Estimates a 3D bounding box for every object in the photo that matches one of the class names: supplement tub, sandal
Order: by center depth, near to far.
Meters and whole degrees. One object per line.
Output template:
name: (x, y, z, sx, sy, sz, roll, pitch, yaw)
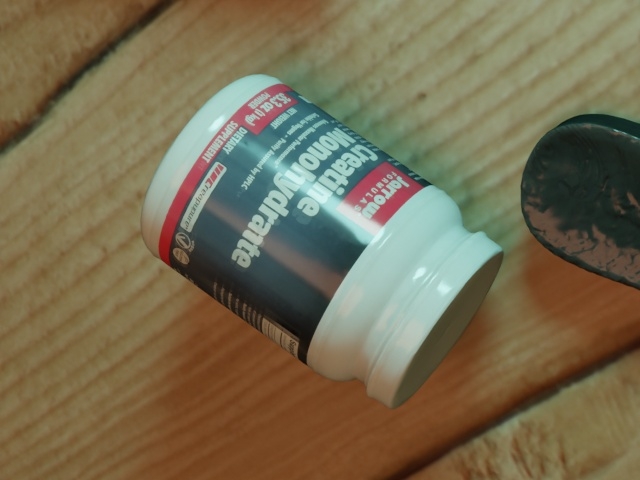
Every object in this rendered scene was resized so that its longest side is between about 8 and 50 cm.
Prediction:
sandal: (0.356, 0.028, 1.399, 0.446, 0.107, 0.167, 17, 119, 23)
supplement tub: (0.000, 0.000, 1.543, 0.272, 0.191, 0.191, 35, 124, 13)
